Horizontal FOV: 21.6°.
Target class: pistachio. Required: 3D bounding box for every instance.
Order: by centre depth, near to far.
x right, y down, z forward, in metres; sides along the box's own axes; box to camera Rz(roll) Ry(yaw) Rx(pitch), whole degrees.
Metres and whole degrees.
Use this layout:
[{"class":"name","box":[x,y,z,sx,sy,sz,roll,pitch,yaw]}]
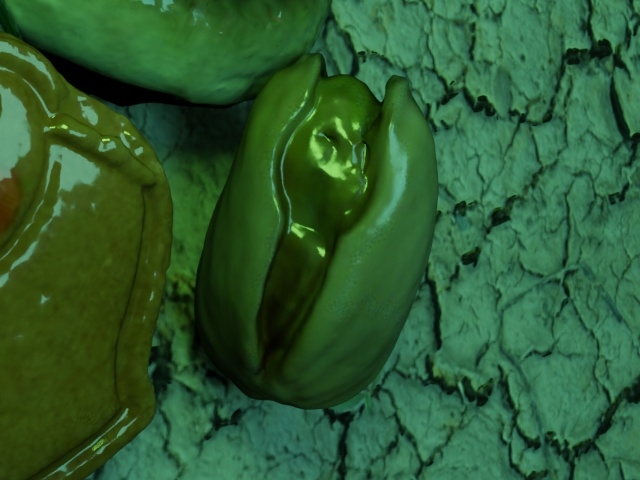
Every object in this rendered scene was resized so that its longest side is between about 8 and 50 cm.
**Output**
[{"class":"pistachio","box":[0.000,0.000,1.275,0.197,0.166,0.288,-67,177,-69]}]

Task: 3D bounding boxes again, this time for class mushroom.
[{"class":"mushroom","box":[-0.116,-0.221,1.206,0.344,0.130,0.247,35,73,-38]}]

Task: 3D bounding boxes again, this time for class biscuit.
[{"class":"biscuit","box":[-0.284,0.015,1.056,0.455,0.078,0.350,38,90,-32]}]

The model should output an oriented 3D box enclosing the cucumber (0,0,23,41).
[{"class":"cucumber","box":[-0.242,-0.104,1.115,0.115,0.063,0.244,-29,119,2]}]
